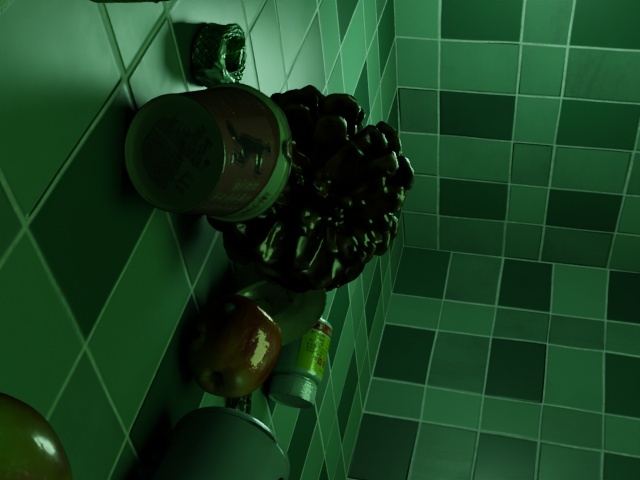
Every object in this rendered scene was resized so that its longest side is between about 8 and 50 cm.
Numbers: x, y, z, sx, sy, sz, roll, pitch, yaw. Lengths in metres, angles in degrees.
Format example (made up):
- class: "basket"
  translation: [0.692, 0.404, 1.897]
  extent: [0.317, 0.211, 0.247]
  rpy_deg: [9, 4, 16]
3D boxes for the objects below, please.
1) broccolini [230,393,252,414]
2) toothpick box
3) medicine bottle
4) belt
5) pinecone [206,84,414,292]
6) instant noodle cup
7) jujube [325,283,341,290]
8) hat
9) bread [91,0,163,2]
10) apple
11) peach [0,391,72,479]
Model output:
- class: "broccolini"
  translation: [-0.176, 0.384, 1.948]
  extent: [0.091, 0.068, 0.202]
  rpy_deg: [-108, -159, -75]
- class: "toothpick box"
  translation: [-0.223, 0.476, 1.480]
  extent: [0.354, 0.263, 0.263]
  rpy_deg: [-62, 155, -55]
- class: "medicine bottle"
  translation: [-0.055, 0.313, 2.253]
  extent: [0.139, 0.139, 0.225]
  rpy_deg: [71, 29, -61]
- class: "belt"
  translation: [-0.174, -0.336, 1.574]
  extent: [0.151, 0.079, 0.121]
  rpy_deg: [-45, 140, -68]
- class: "pinecone"
  translation: [-0.021, -0.100, 1.590]
  extent: [0.398, 0.398, 0.397]
  rpy_deg: [7, 90, -77]
- class: "instant noodle cup"
  translation: [-0.184, -0.139, 1.358]
  extent: [0.178, 0.235, 0.234]
  rpy_deg: [-12, 108, -65]
- class: "jujube"
  translation: [0.000, 0.000, 2.164]
  extent: [0.377, 0.259, 0.258]
  rpy_deg: [36, 62, -68]
- class: "hat"
  translation: [-0.122, 0.113, 1.844]
  extent: [0.257, 0.257, 0.130]
  rpy_deg: [79, -10, -52]
- class: "bread"
  translation: [-0.205, -0.469, 1.152]
  extent: [0.155, 0.187, 0.338]
  rpy_deg: [70, 29, -51]
- class: "apple"
  translation: [-0.171, 0.210, 1.673]
  extent: [0.199, 0.199, 0.199]
  rpy_deg: [7, 90, -77]
- class: "peach"
  translation: [-0.351, 0.260, 0.837]
  extent: [0.231, 0.231, 0.230]
  rpy_deg: [7, 90, -77]
